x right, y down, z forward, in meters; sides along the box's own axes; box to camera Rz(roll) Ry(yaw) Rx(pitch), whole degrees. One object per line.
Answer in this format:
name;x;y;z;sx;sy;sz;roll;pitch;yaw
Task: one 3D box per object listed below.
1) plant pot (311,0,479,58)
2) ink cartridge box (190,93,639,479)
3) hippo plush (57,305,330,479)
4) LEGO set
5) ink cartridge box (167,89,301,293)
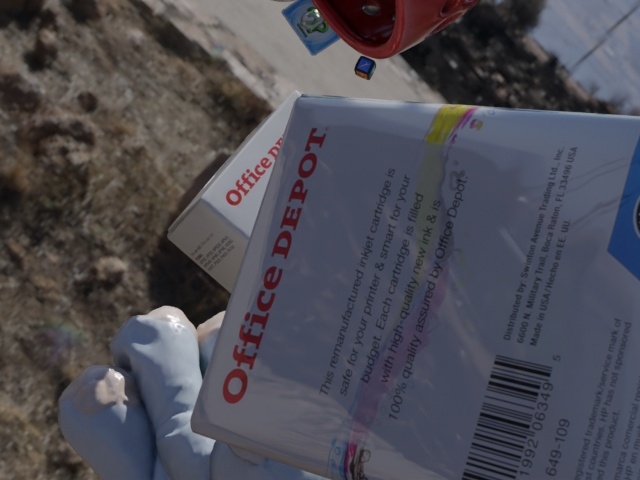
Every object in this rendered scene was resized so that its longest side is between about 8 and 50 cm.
plant pot;0.078;-0.267;0.918;0.191;0.174;0.191;50;-21;27
ink cartridge box;0.112;0.055;0.595;0.270;0.198;0.197;10;-12;39
hippo plush;-0.080;0.162;0.907;0.234;0.236;0.294;37;60;-13
LEGO set;0.033;-0.322;1.438;0.244;0.182;0.060;56;-1;14
ink cartridge box;0.000;0.000;1.246;0.273;0.114;0.197;40;56;-6
